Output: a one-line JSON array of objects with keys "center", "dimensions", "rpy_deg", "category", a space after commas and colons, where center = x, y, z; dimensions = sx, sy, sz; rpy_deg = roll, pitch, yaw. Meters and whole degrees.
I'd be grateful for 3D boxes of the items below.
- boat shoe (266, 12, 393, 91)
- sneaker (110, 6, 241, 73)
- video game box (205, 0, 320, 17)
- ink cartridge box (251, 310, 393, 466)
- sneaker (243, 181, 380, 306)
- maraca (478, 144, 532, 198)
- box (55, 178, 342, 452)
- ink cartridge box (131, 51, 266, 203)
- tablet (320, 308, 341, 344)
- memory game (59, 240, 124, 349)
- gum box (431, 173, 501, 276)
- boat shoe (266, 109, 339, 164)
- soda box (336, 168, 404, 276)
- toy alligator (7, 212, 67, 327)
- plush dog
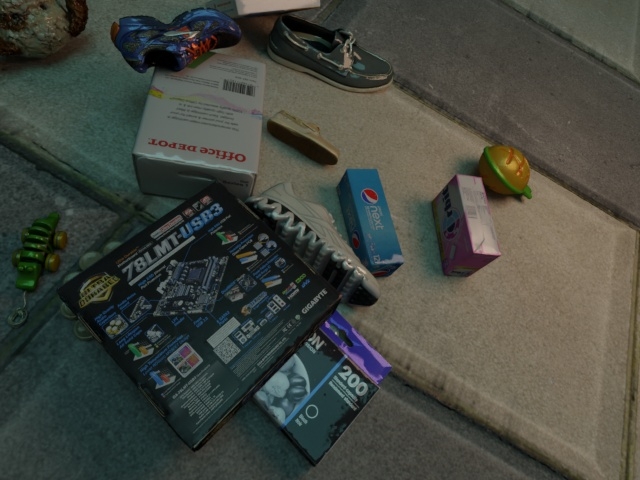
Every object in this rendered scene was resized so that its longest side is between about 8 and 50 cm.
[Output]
[{"center": [0.035, -0.445, 0.996], "dimensions": [0.319, 0.099, 0.117], "rpy_deg": [13, 61, -10], "category": "boat shoe"}, {"center": [-0.243, -0.342, 0.743], "dimensions": [0.221, 0.083, 0.087], "rpy_deg": [-19, 82, -18], "category": "sneaker"}, {"center": [-0.135, -0.541, 0.963], "dimensions": [0.205, 0.048, 0.187], "rpy_deg": [-21, 32, -25], "category": "video game box"}, {"center": [-0.011, 0.200, 0.673], "dimensions": [0.206, 0.045, 0.208], "rpy_deg": [43, 61, 10], "category": "ink cartridge box"}, {"center": [0.000, 0.000, 0.757], "dimensions": [0.292, 0.110, 0.118], "rpy_deg": [41, 50, 5], "category": "sneaker"}, {"center": [0.437, -0.158, 0.978], "dimensions": [0.185, 0.099, 0.127], "rpy_deg": [16, 53, -38], "category": "maraca"}, {"center": [-0.169, 0.090, 0.632], "dimensions": [0.293, 0.073, 0.295], "rpy_deg": [41, 61, 14], "category": "box"}, {"center": [-0.215, -0.216, 0.787], "dimensions": [0.201, 0.117, 0.279], "rpy_deg": [7, 61, -14], "category": "ink cartridge box"}, {"center": [0.006, 0.154, 0.730], "dimensions": [0.054, 0.006, 0.083], "rpy_deg": [15, 60, -9], "category": "tablet"}, {"center": [-0.308, 0.082, 0.666], "dimensions": [0.186, 0.012, 0.186], "rpy_deg": [7, 62, -13], "category": "memory game"}, {"center": [0.289, -0.034, 0.857], "dimensions": [0.062, 0.107, 0.189], "rpy_deg": [6, 62, -15], "category": "gum box"}, {"center": [-0.028, -0.221, 0.881], "dimensions": [0.170, 0.063, 0.059], "rpy_deg": [31, 65, 1], "category": "boat shoe"}, {"center": [0.093, -0.036, 0.820], "dimensions": [0.071, 0.067, 0.210], "rpy_deg": [-3, 65, -19], "category": "soda box"}, {"center": [-0.431, 0.032, 0.629], "dimensions": [0.056, 0.051, 0.190], "rpy_deg": [8, 61, -13], "category": "toy alligator"}, {"center": [-0.577, -0.447, 0.782], "dimensions": [0.262, 0.210, 0.226], "rpy_deg": [-38, 98, -22], "category": "plush dog"}]
